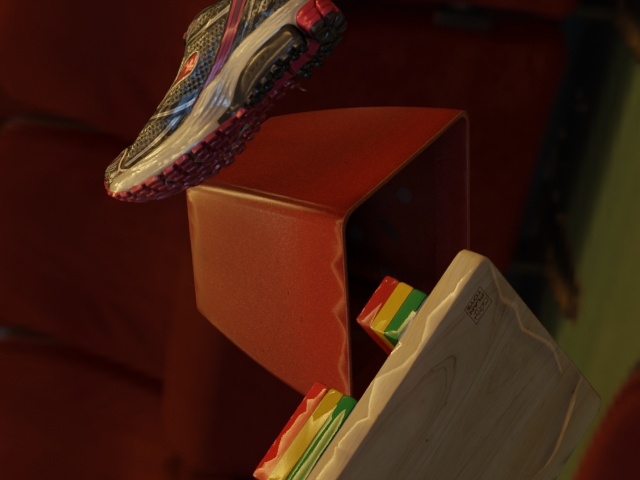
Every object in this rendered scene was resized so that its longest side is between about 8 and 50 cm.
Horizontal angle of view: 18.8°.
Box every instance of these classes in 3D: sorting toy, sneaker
[{"bbox_3d":[0.082,0.164,1.549,0.257,0.089,0.255,-56,-42,-12],"label":"sorting toy"},{"bbox_3d":[-0.105,-0.149,1.875,0.299,0.112,0.121,-45,-15,19],"label":"sneaker"}]

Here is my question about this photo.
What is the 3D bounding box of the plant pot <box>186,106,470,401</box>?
[{"bbox_3d":[0.000,0.000,2.147,0.267,0.235,0.267,-42,-42,-45],"label":"plant pot"}]
